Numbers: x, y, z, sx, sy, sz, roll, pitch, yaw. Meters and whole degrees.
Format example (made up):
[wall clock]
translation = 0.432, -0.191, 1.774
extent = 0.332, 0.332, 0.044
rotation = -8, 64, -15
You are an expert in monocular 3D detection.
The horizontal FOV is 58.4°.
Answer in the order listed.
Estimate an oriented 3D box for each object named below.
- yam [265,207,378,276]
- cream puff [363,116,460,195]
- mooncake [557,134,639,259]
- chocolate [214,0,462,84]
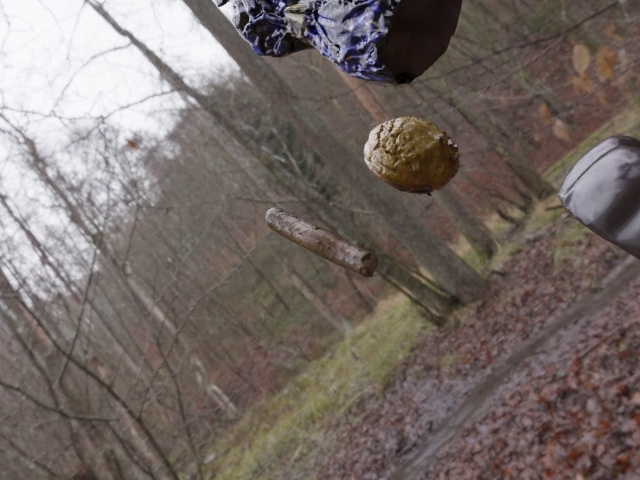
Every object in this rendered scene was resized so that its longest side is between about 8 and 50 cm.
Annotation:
[yam]
translation = 0.000, 0.000, 1.051
extent = 0.057, 0.241, 0.057
rotation = -40, -35, -35
[cream puff]
translation = 0.179, -0.169, 1.098
extent = 0.189, 0.189, 0.130
rotation = -30, -36, -52
[mooncake]
translation = 0.472, -0.048, 0.818
extent = 0.245, 0.245, 0.133
rotation = -29, -27, -57
[chocolate]
translation = -0.019, -0.244, 0.620
extent = 0.148, 0.343, 0.126
rotation = 40, -103, -50
